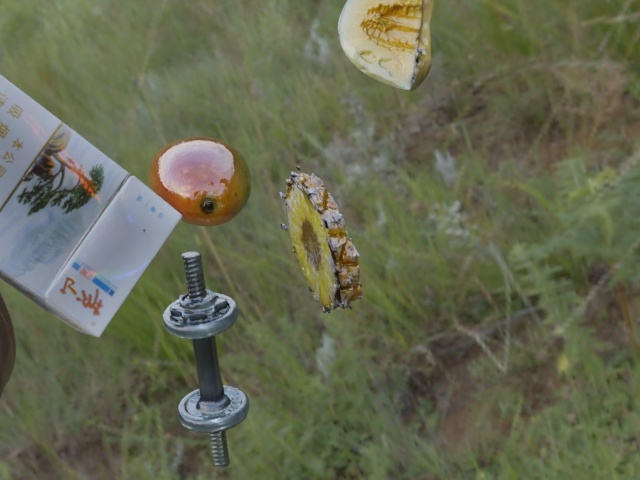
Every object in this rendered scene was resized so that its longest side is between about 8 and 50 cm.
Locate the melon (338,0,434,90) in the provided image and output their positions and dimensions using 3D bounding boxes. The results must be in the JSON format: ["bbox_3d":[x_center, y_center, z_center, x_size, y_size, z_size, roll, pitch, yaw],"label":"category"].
[{"bbox_3d":[0.087,-0.278,1.670,0.128,0.160,0.079,8,4,0],"label":"melon"}]

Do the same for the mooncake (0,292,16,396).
[{"bbox_3d":[-0.516,0.176,1.543,0.174,0.326,0.333,4,80,24],"label":"mooncake"}]

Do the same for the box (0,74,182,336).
[{"bbox_3d":[-0.267,-0.031,1.219,0.149,0.233,0.067,-57,26,-13],"label":"box"}]

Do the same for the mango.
[{"bbox_3d":[-0.192,-0.094,1.962,0.146,0.129,0.289,-19,13,-19],"label":"mango"}]

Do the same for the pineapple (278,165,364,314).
[{"bbox_3d":[0.000,0.000,1.729,0.047,0.221,0.221,-19,34,-17],"label":"pineapple"}]

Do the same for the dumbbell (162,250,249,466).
[{"bbox_3d":[-0.119,0.128,1.349,0.082,0.253,0.081,-5,25,2],"label":"dumbbell"}]
